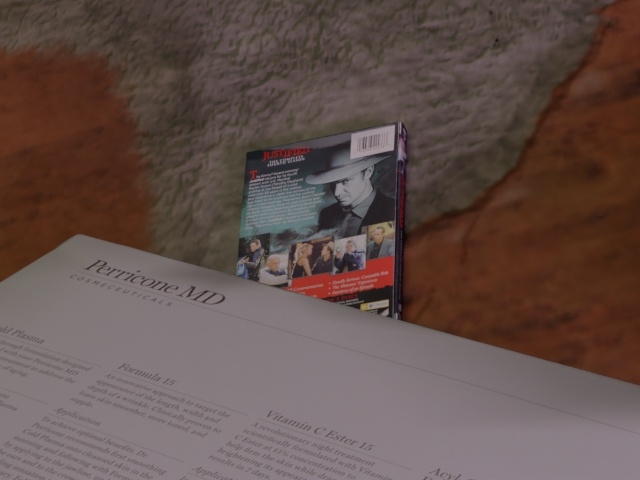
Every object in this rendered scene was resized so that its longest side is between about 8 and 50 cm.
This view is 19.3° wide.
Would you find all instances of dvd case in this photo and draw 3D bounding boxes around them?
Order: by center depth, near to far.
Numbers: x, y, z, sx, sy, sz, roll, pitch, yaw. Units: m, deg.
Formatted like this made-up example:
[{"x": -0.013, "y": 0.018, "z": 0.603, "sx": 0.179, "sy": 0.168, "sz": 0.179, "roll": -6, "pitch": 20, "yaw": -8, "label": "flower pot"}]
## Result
[{"x": 0.000, "y": 0.000, "z": 0.921, "sx": 0.087, "sy": 0.013, "sz": 0.119, "roll": -11, "pitch": 56, "yaw": 20, "label": "dvd case"}]

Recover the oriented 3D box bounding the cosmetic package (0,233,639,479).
[{"x": -0.051, "y": 0.129, "z": 0.715, "sx": 0.377, "sy": 0.097, "sz": 0.284, "roll": 14, "pitch": 36, "yaw": 37, "label": "cosmetic package"}]
